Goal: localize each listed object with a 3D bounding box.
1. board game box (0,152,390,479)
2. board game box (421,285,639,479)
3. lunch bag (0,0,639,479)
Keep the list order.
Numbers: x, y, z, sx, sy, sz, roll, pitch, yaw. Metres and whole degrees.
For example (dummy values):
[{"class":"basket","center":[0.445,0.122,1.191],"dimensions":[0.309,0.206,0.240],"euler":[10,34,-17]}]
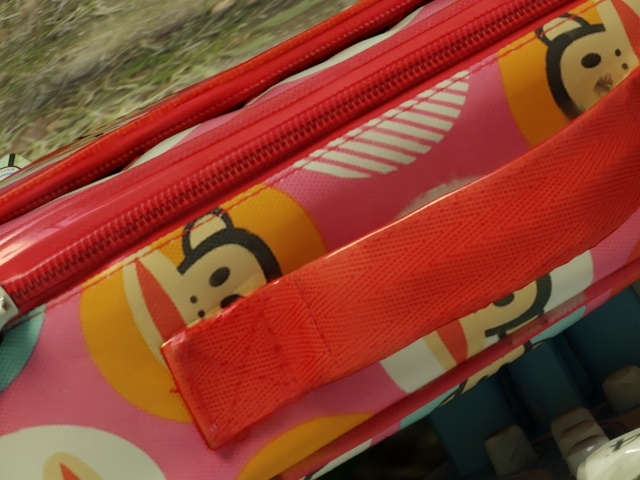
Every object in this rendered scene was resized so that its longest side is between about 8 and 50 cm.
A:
[{"class":"board game box","center":[-0.157,0.109,0.691],"dimensions":[0.213,0.046,0.317],"euler":[28,56,34]},{"class":"board game box","center":[0.070,0.062,0.413],"dimensions":[0.390,0.050,0.390],"euler":[-30,5,-42]},{"class":"lunch bag","center":[0.000,0.000,0.569],"dimensions":[0.293,0.120,0.258],"euler":[-30,7,-19]}]
